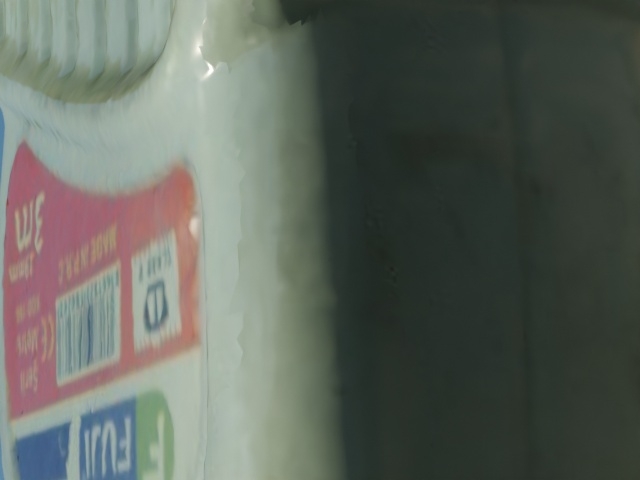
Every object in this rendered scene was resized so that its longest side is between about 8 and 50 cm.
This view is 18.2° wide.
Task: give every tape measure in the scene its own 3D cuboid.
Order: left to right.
[{"bbox_3d":[0.000,-0.001,0.468,0.125,0.243,0.246,-1,-99,-20],"label":"tape measure"}]
